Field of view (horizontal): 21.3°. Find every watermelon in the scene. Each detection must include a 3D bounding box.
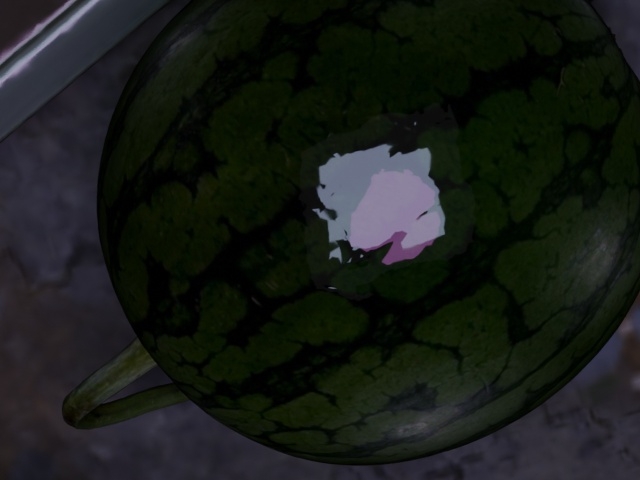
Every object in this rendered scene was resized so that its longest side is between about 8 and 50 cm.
[{"bbox_3d":[0.000,0.000,0.452,0.187,0.141,0.141,-39,101,11],"label":"watermelon"}]

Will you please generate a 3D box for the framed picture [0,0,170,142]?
[{"bbox_3d":[-0.169,-0.095,0.435,0.296,0.019,0.232,-39,122,0],"label":"framed picture"}]
